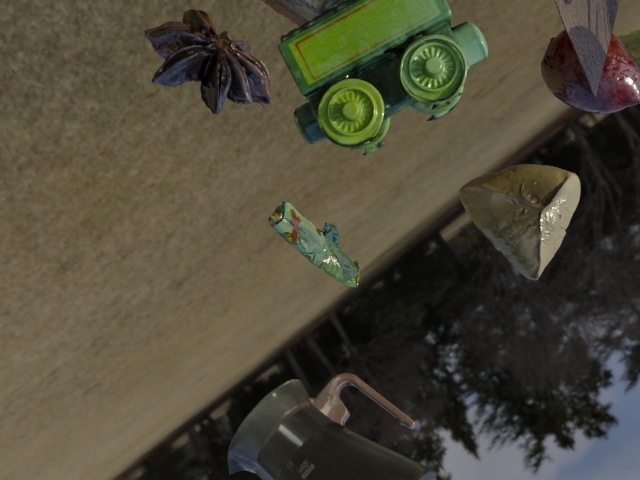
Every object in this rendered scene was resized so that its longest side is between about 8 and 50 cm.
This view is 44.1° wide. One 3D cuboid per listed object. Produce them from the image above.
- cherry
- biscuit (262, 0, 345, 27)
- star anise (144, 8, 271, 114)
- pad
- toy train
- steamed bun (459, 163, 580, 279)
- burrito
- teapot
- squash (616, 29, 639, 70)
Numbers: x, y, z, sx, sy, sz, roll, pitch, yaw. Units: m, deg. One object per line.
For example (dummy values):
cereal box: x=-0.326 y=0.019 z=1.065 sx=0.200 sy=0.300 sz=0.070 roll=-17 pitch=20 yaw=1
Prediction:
cherry: x=0.595 y=-0.366 z=1.717 sx=0.175 sy=0.250 sz=0.192 roll=-43 pitch=152 yaw=-4
biscuit: x=-0.063 y=-0.533 z=1.674 sx=0.079 sy=0.309 sz=0.186 roll=-53 pitch=-179 yaw=-11
star anise: x=-0.183 y=-0.297 z=1.338 sx=0.237 sy=0.229 sz=0.093 roll=17 pitch=138 yaw=-25
pad: x=0.446 y=-0.421 z=1.279 sx=0.004 sy=0.220 sz=0.330 roll=0 pitch=-124 yaw=37
toy train: x=0.078 y=-0.233 z=1.054 sx=0.272 sy=0.188 sz=0.159 roll=-26 pitch=179 yaw=9
steamed bun: x=0.412 y=-0.072 z=1.544 sx=0.212 sy=0.231 sz=0.110 roll=-43 pitch=178 yaw=-7
burrito: x=0.000 y=0.000 z=1.743 sx=0.054 sy=0.288 sz=0.104 roll=-2 pitch=-127 yaw=52
teapot: x=0.037 y=0.411 z=1.416 sx=0.300 sy=0.344 sz=0.253 roll=-48 pitch=157 yaw=-13
squash: x=0.805 y=-0.457 z=1.911 sx=0.220 sy=0.133 sz=0.220 roll=-32 pitch=-162 yaw=11
